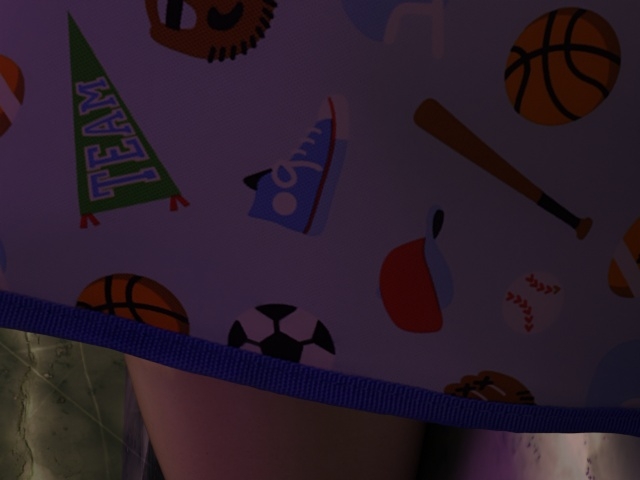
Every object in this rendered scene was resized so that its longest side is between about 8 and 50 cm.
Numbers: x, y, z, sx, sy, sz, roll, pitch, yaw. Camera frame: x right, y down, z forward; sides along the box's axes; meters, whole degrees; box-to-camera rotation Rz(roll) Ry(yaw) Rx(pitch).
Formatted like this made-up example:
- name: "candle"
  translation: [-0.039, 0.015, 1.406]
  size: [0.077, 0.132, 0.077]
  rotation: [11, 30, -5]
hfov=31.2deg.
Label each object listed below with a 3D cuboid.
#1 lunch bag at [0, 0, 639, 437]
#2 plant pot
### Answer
- name: "lunch bag"
  translation: [0.040, -0.095, 0.557]
  size: [0.239, 0.386, 0.327]
  rotation: [-65, -13, -76]
- name: "plant pot"
  translation: [-0.021, 0.167, 0.922]
  size: [0.256, 0.257, 0.274]
  rotation: [-142, 45, -71]
